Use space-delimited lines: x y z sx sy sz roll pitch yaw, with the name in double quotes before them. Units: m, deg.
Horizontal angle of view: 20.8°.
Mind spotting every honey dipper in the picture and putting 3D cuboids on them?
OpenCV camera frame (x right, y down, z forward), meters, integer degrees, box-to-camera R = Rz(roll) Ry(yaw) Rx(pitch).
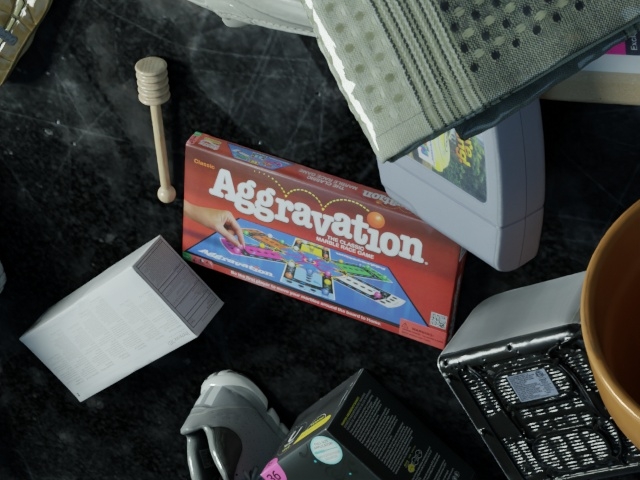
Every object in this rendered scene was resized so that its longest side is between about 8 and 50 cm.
"honey dipper" -0.153 -0.100 1.659 0.030 0.030 0.161 13 131 20

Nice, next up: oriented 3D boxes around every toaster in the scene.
"toaster" 0.225 0.126 1.568 0.185 0.110 0.168 -18 115 38

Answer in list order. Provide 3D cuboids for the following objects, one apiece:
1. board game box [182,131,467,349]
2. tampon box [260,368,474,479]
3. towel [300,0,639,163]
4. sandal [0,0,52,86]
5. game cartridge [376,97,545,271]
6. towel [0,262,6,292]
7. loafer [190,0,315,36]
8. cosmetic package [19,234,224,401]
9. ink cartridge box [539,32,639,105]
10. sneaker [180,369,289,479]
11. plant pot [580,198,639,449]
"board game box" 0.000 0.000 1.653 0.281 0.027 0.145 18 130 16
"tampon box" 0.047 0.235 1.757 0.161 0.101 0.120 43 132 -7
"towel" 0.107 -0.253 1.241 0.312 0.056 0.324 -29 77 18
"sandal" -0.308 -0.200 1.659 0.072 0.049 0.180 39 119 -11
"game cartridge" 0.103 -0.123 1.420 0.196 0.060 0.294 31 142 47
"towel" -0.474 0.006 1.780 0.121 0.235 0.284 -3 123 37
"loafer" -0.048 -0.225 1.420 0.319 0.112 0.111 31 157 37
"cosmetic package" -0.207 0.083 1.795 0.099 0.060 0.239 49 138 -10
"ink cartridge box" 0.235 -0.220 1.311 0.193 0.088 0.235 5 127 25
"sneaker" -0.063 0.254 1.811 0.229 0.132 0.086 45 133 -9
"plant pot" 0.358 0.107 1.387 0.290 0.291 0.203 12 146 21
